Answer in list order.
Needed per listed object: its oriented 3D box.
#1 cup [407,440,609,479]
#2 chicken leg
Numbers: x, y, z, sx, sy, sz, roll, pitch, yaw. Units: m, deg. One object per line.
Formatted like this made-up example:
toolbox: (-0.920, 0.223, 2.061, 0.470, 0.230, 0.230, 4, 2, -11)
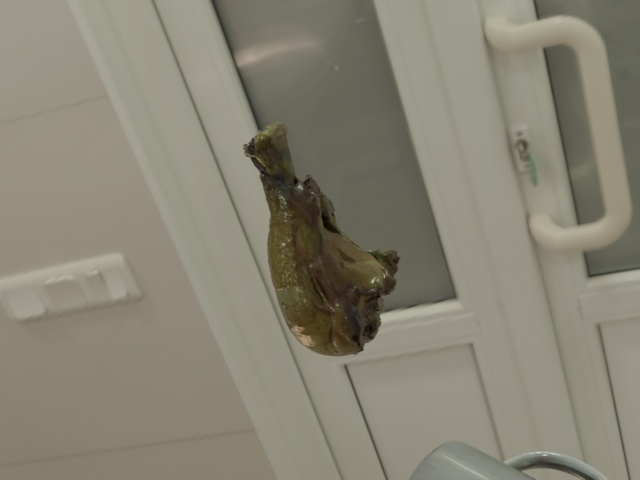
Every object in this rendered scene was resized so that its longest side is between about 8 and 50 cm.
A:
cup: (0.137, 0.205, 0.633, 0.133, 0.099, 0.136, 21, 12, 39)
chicken leg: (0.000, 0.000, 0.627, 0.093, 0.178, 0.070, -30, 22, -10)
